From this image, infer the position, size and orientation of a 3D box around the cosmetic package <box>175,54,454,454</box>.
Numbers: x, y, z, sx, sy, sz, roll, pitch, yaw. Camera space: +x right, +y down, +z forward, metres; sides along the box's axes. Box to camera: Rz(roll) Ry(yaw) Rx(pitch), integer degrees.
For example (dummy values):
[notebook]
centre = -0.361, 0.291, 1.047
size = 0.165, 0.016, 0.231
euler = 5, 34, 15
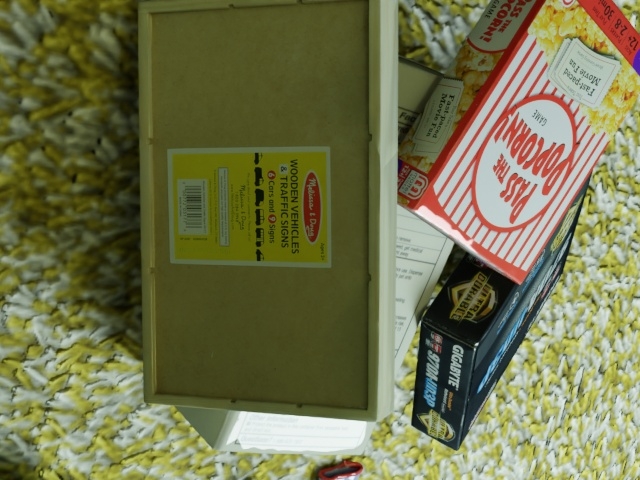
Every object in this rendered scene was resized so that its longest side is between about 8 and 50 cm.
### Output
[cosmetic package]
centre = 0.000, 0.000, 0.795
size = 0.153, 0.129, 0.296
euler = 13, 105, -40

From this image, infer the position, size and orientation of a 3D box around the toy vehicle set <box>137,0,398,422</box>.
[toy vehicle set]
centre = -0.035, -0.023, 0.686
size = 0.035, 0.166, 0.267
euler = -13, 104, -69

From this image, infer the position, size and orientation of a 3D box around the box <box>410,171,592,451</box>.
[box]
centre = 0.152, 0.045, 0.901
size = 0.220, 0.051, 0.175
euler = -52, 158, -30

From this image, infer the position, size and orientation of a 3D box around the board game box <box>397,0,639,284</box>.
[board game box]
centre = 0.140, -0.082, 0.739
size = 0.147, 0.045, 0.193
euler = 29, 93, -45

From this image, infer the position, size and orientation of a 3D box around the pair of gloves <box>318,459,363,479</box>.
[pair of gloves]
centre = -0.040, 0.283, 0.988
size = 0.198, 0.023, 0.159
euler = -3, 113, -37
